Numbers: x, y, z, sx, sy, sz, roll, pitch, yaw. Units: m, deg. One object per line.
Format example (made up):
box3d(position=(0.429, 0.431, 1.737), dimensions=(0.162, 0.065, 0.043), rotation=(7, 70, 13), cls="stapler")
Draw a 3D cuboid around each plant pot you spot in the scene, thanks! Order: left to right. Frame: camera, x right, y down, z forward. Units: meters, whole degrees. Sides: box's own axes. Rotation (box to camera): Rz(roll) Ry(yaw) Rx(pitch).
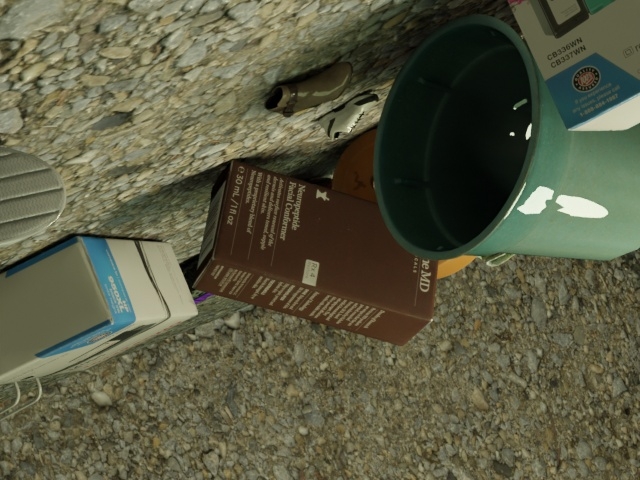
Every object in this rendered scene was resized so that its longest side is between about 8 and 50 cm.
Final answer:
box3d(position=(0.156, -0.085, 2.177), dimensions=(0.291, 0.290, 0.203), rotation=(-28, 156, 25), cls="plant pot")
box3d(position=(0.309, -0.116, 1.710), dimensions=(0.334, 0.341, 0.341), rotation=(11, 152, -34), cls="plant pot")

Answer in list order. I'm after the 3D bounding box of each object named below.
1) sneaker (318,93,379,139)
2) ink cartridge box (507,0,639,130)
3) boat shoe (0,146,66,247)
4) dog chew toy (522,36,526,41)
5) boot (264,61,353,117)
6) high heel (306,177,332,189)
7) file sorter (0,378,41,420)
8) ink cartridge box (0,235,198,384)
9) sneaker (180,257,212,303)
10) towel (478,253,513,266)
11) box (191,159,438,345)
box3d(position=(0.051, -0.196, 1.880), dimensions=(0.109, 0.043, 0.040), rotation=(-30, 168, 28), cls="sneaker")
box3d(position=(0.329, -0.282, 1.296), dimensions=(0.198, 0.270, 0.197), rotation=(-29, 169, 31), cls="ink cartridge box")
box3d(position=(-0.453, -0.031, 1.305), dimensions=(0.335, 0.121, 0.119), rotation=(-9, 175, -20), cls="boat shoe")
box3d(position=(0.460, -0.306, 1.854), dimensions=(0.332, 0.206, 0.206), rotation=(-17, 173, 10), cls="dog chew toy")
box3d(position=(-0.020, -0.206, 1.625), dimensions=(0.087, 0.042, 0.118), rotation=(-8, 157, -38), cls="boot")
box3d(position=(-0.060, -0.085, 2.268), dimensions=(0.117, 0.082, 0.244), rotation=(-55, 150, 12), cls="high heel")
box3d(position=(-0.718, 0.283, 2.326), dimensions=(0.193, 0.173, 0.278), rotation=(-29, 171, 26), cls="file sorter")
box3d(position=(-0.432, 0.124, 2.127), dimensions=(0.286, 0.166, 0.395), rotation=(-25, 173, 13), cls="ink cartridge box")
box3d(position=(-0.277, 0.084, 2.625), dimensions=(0.293, 0.102, 0.146), rotation=(-25, 170, -28), cls="sneaker")
box3d(position=(0.410, -0.153, 2.257), dimensions=(0.090, 0.374, 0.320), rotation=(21, 164, -3), cls="towel")
box3d(position=(-0.002, 0.025, 1.962), dimensions=(0.382, 0.191, 0.143), rotation=(16, 152, -15), cls="box")
